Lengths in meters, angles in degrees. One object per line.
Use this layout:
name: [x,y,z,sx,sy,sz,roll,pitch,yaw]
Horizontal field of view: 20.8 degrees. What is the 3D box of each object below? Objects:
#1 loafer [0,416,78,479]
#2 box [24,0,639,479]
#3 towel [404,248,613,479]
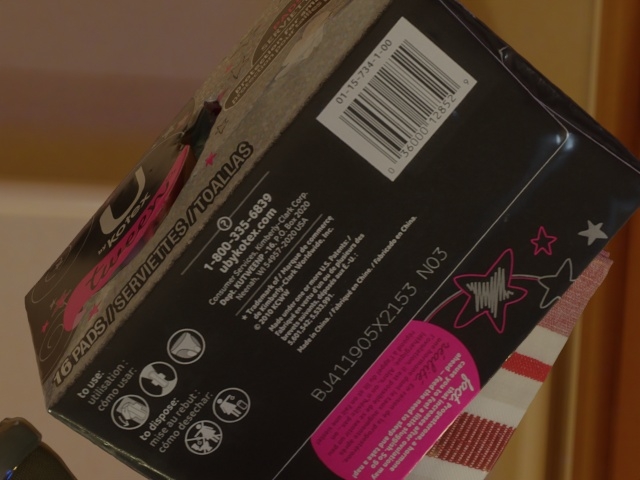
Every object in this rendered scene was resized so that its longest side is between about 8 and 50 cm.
loafer: [-0.185,0.206,0.817,0.087,0.251,0.094,34,175,-3]
box: [0.000,0.000,0.816,0.163,0.247,0.142,38,-174,-22]
towel: [0.034,0.119,1.056,0.037,0.329,0.237,35,-171,40]
